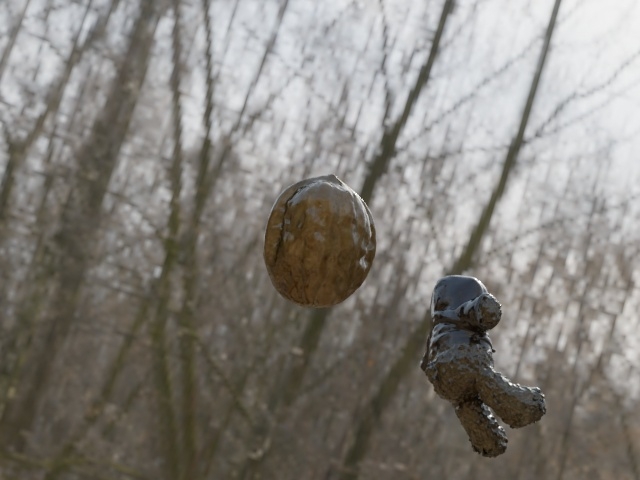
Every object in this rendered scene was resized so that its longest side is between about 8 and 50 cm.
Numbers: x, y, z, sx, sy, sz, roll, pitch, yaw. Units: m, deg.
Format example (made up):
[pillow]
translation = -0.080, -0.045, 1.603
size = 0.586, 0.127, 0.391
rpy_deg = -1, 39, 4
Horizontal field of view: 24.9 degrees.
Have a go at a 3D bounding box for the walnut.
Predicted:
[walnut]
translation = 0.000, 0.000, 1.026
size = 0.083, 0.096, 0.079
rpy_deg = 9, 4, -15

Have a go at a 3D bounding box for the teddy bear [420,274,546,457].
[teddy bear]
translation = 0.122, 0.102, 1.246
size = 0.078, 0.160, 0.119
rpy_deg = 2, -37, -27
